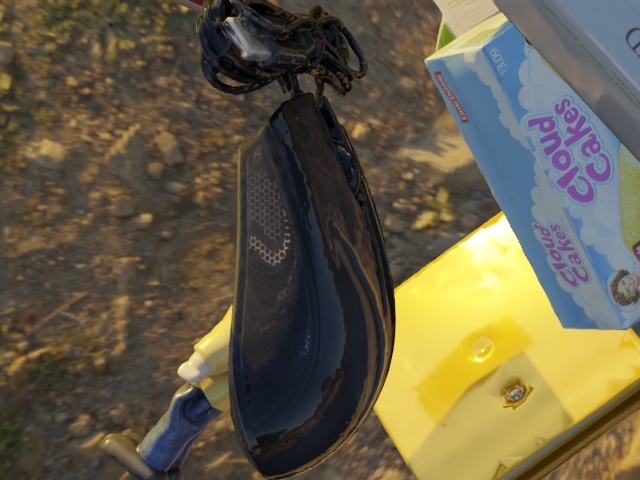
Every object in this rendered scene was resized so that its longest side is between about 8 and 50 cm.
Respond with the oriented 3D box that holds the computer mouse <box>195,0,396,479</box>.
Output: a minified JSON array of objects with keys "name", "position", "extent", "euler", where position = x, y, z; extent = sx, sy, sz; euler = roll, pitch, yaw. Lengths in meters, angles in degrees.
[{"name":"computer mouse","position":[0.000,0.000,0.790],"extent":[0.072,0.188,0.272],"euler":[1,94,20]}]

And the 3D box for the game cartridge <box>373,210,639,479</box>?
[{"name":"game cartridge","position":[0.191,0.133,1.611],"extent":[0.285,0.052,0.323],"euler":[-36,40,4]}]

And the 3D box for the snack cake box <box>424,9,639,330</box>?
[{"name":"snack cake box","position":[0.218,-0.075,1.180],"extent":[0.152,0.089,0.264],"euler":[-36,105,-24]}]

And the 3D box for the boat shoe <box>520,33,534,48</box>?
[{"name":"boat shoe","position":[0.145,-0.138,0.920],"extent":[0.035,0.100,0.035],"euler":[-37,47,14]}]

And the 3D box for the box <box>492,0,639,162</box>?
[{"name":"box","position":[0.124,-0.080,0.479],"extent":[0.087,0.102,0.101],"euler":[-43,91,4]}]

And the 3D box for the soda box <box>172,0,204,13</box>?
[{"name":"soda box","position":[-0.207,-0.333,1.583],"extent":[0.263,0.083,0.092],"euler":[24,92,0]}]

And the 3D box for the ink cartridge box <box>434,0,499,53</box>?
[{"name":"ink cartridge box","position":[0.209,-0.269,1.611],"extent":[0.189,0.097,0.255],"euler":[-28,71,-12]}]

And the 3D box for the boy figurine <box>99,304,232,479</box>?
[{"name":"boy figurine","position":[-0.095,0.111,1.394],"extent":[0.092,0.177,0.285],"euler":[35,93,11]}]
